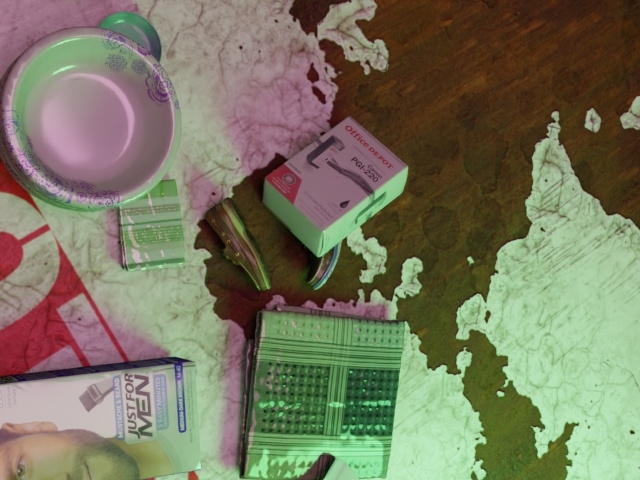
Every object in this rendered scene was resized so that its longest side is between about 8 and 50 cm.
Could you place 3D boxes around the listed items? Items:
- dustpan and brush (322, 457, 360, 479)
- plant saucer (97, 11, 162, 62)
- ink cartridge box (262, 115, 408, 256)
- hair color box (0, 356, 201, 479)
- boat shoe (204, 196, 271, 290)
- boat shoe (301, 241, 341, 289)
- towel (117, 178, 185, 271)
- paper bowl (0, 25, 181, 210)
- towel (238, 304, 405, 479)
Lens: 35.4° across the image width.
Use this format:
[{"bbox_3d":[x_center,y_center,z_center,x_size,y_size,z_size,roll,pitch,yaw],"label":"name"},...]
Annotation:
[{"bbox_3d":[0.056,0.513,1.832,0.211,0.060,0.147,42,64,-16],"label":"dustpan and brush"},{"bbox_3d":[-0.329,-0.327,1.700,0.119,0.021,0.119,1,87,-29],"label":"plant saucer"},{"bbox_3d":[0.027,-0.100,1.803,0.218,0.092,0.158,-37,69,-25],"label":"ink cartridge box"},{"bbox_3d":[-0.368,0.298,1.611,0.338,0.110,0.185,-4,91,-26],"label":"hair color box"},{"bbox_3d":[-0.144,0.013,1.770,0.060,0.064,0.178,-27,101,5],"label":"boat shoe"},{"bbox_3d":[0.000,0.000,1.844,0.066,0.066,0.183,26,67,-20],"label":"boat shoe"},{"bbox_3d":[-0.292,-0.026,1.713,0.113,0.023,0.152,-5,89,-30],"label":"towel"},{"bbox_3d":[-0.377,-0.187,1.598,0.284,0.148,0.284,1,88,-27],"label":"paper bowl"},{"bbox_3d":[0.001,0.284,1.846,0.324,0.056,0.312,8,87,-30],"label":"towel"}]
